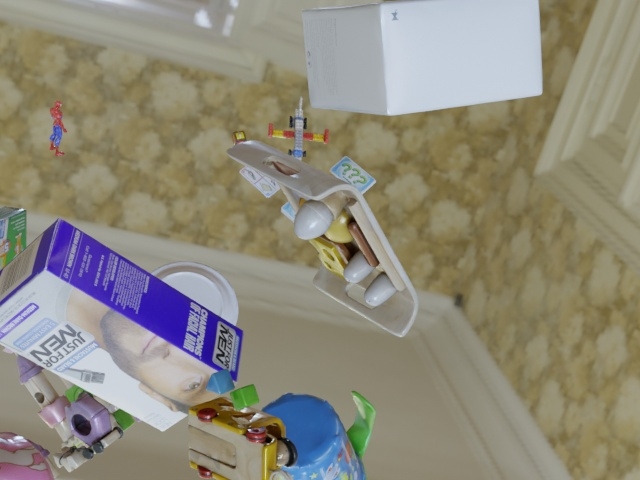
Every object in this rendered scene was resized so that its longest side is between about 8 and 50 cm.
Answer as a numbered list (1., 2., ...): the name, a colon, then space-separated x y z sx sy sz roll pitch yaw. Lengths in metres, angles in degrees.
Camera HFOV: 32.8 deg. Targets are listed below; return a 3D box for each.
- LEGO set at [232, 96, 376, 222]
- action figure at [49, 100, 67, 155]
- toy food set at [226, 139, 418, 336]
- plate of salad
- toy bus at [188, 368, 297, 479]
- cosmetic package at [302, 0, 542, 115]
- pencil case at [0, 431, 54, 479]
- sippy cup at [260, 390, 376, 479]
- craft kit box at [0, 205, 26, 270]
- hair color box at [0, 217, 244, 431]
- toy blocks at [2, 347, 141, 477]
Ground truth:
1. LEGO set: -0.041 -0.145 1.971 0.244 0.060 0.182 42 -118 15
2. action figure: -0.506 -0.219 2.095 0.030 0.115 0.038 -18 -133 -29
3. toy food set: 0.000 0.000 1.571 0.092 0.306 0.220 -44 -139 -16
4. plate of salad: -0.256 0.132 2.065 0.200 0.048 0.200 4 -119 -7
5. toy bus: -0.094 0.287 1.518 0.104 0.191 0.202 -14 -114 -45
6. cosmetic package: 0.127 -0.241 1.393 0.224 0.138 0.225 -10 -168 -23
7. pencil case: -0.380 0.227 0.771 0.386 0.160 0.167 5 -161 -39
8. sippy cup: -0.035 0.407 2.016 0.240 0.224 0.305 4 -131 12
9. craft kit box: -0.633 0.082 2.035 0.061 0.246 0.250 11 -163 12
10. hair color box: -0.298 0.131 1.573 0.339 0.185 0.110 34 -142 -29
11. toy blocks: -0.461 0.264 2.045 0.260 0.288 0.309 57 -148 -1
